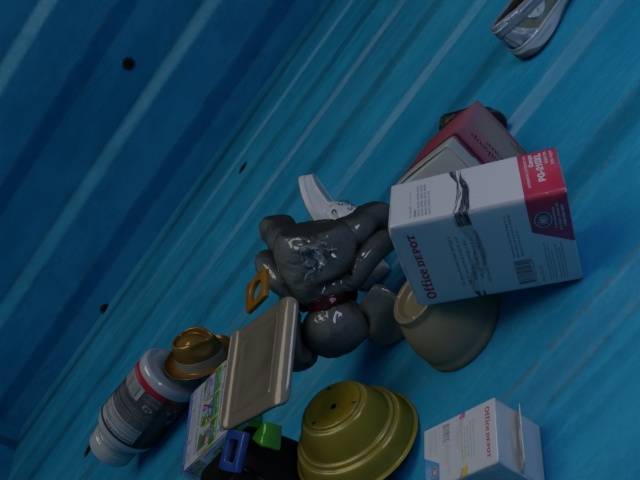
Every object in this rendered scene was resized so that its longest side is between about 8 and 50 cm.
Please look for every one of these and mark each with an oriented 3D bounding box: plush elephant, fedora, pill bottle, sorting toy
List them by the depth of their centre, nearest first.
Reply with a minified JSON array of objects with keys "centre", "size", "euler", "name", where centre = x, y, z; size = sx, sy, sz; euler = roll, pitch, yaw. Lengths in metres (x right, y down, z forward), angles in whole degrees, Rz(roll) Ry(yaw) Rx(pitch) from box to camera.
[{"centre":[-0.091,0.203,1.222],"size":[0.196,0.047,0.348],"euler":[-34,43,47],"name":"sorting toy"},{"centre":[0.019,0.093,1.371],"size":[0.271,0.255,0.330],"euler":[-9,15,6],"name":"plush elephant"},{"centre":[-0.319,0.277,1.934],"size":[0.194,0.079,0.194],"euler":[-12,29,7],"name":"fedora"},{"centre":[-0.481,0.455,2.013],"size":[0.318,0.176,0.176],"euler":[-50,24,18],"name":"pill bottle"}]

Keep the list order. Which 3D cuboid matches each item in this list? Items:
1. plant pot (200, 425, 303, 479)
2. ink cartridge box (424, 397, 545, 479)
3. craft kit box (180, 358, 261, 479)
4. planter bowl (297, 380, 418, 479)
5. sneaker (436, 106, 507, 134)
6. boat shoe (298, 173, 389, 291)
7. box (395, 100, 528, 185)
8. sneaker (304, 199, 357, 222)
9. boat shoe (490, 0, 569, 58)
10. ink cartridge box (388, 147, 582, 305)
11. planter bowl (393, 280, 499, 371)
[{"centre":[-0.103,0.424,1.246],"size":[0.187,0.167,0.188],"euler":[-46,12,14],"name":"plant pot"},{"centre":[0.213,0.275,0.956],"size":[0.143,0.090,0.092],"euler":[-38,30,37],"name":"ink cartridge box"},{"centre":[-0.226,0.389,1.743],"size":[0.246,0.061,0.250],"euler":[-49,24,27],"name":"craft kit box"},{"centre":[0.038,0.289,1.190],"size":[0.217,0.090,0.217],"euler":[-25,25,13],"name":"planter bowl"},{"centre":[0.251,-0.169,1.456],"size":[0.227,0.087,0.130],"euler":[-51,22,8],"name":"sneaker"},{"centre":[0.052,-0.034,1.540],"size":[0.096,0.277,0.098],"euler":[-35,-14,17],"name":"boat shoe"},{"centre":[0.237,-0.107,1.223],"size":[0.127,0.148,0.232],"euler":[-41,6,35],"name":"box"},{"centre":[0.000,0.000,1.689],"size":[0.275,0.110,0.107],"euler":[-37,10,35],"name":"sneaker"},{"centre":[0.443,-0.516,1.482],"size":[0.320,0.103,0.118],"euler":[-60,23,-6],"name":"boat shoe"},{"centre":[0.231,-0.013,1.060],"size":[0.237,0.172,0.100],"euler":[-12,41,17],"name":"ink cartridge box"},{"centre":[0.187,0.112,1.194],"size":[0.162,0.109,0.162],"euler":[-44,26,28],"name":"planter bowl"}]
